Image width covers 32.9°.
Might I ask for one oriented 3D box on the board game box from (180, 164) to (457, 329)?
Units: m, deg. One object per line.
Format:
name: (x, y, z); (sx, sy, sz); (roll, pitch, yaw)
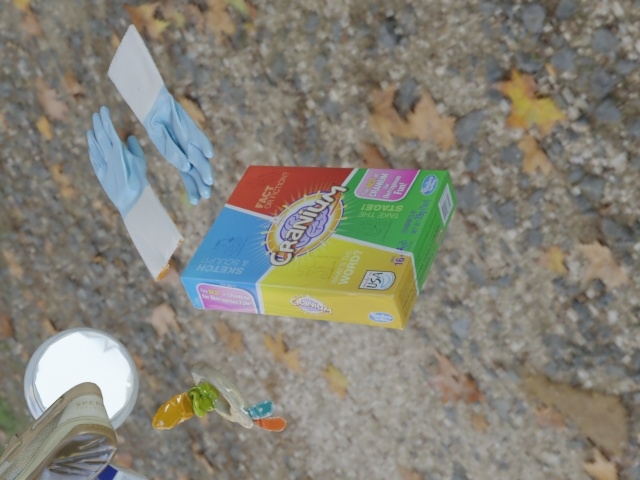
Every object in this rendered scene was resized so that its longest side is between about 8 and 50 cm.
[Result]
board game box: (0.000, 0.000, 1.481); (0.317, 0.242, 0.064); (3, 135, 26)

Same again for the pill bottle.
pill bottle: (-0.443, 0.270, 1.998); (0.204, 0.204, 0.361); (56, 162, 2)

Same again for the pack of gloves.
pack of gloves: (-0.192, -0.102, 1.272); (0.232, 0.046, 0.195); (57, 132, 24)

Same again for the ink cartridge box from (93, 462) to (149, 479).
ink cartridge box: (-0.364, 0.472, 1.758); (0.045, 0.223, 0.224); (27, 167, 15)

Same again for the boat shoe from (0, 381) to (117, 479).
boat shoe: (-0.415, 0.339, 1.600); (0.341, 0.122, 0.110); (-42, 44, 25)

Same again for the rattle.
rattle: (-0.181, 0.314, 1.921); (0.200, 0.143, 0.130); (35, 134, 28)
